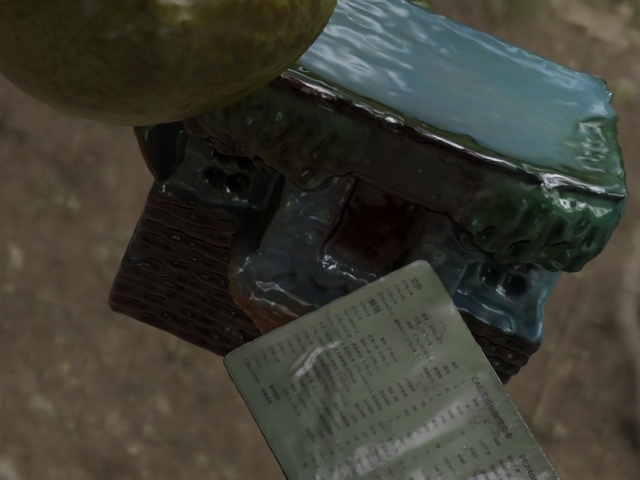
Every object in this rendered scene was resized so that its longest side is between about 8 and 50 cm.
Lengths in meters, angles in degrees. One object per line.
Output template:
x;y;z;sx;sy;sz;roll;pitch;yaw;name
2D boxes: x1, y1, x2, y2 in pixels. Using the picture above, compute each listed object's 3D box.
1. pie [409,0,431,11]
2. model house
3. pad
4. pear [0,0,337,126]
0.080;-0.164;1.684;0.017;0.085;0.085;7;11;27;pie
0.000;0.000;1.489;0.360;0.339;0.297;21;25;-7;model house
0.066;0.150;1.265;0.159;0.009;0.265;-26;72;-14;pad
-0.063;-0.119;0.670;0.167;0.167;0.136;4;15;-38;pear
